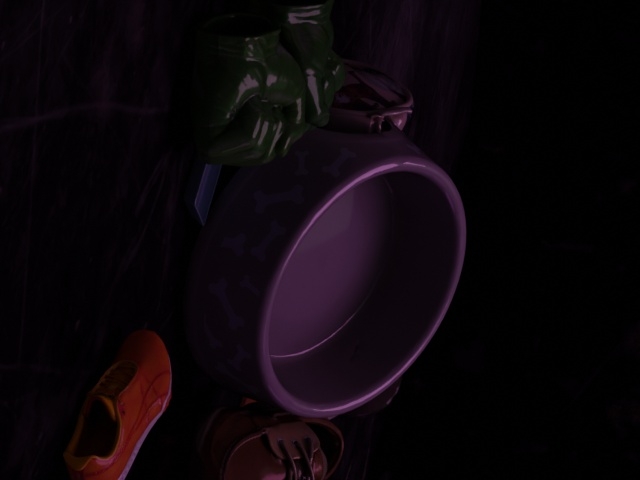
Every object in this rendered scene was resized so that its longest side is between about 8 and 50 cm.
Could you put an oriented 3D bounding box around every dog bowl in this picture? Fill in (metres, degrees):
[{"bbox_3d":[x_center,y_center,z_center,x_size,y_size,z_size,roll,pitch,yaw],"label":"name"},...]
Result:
[{"bbox_3d":[0.018,0.035,1.941,0.349,0.102,0.349,-26,130,-35],"label":"dog bowl"}]

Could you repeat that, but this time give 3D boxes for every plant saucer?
[{"bbox_3d":[-0.103,-0.114,1.816,0.067,0.018,0.192,77,28,-70],"label":"plant saucer"}]

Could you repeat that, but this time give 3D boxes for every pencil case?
[{"bbox_3d":[0.000,0.000,2.121,0.183,0.160,0.410,-133,-132,-59],"label":"pencil case"}]

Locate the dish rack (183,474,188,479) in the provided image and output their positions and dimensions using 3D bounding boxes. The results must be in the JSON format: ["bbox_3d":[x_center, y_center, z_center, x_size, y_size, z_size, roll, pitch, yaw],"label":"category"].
[{"bbox_3d":[-0.083,0.400,2.053,0.285,0.072,0.333,-71,140,-64],"label":"dish rack"}]

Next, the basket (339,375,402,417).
[{"bbox_3d":[0.013,0.104,2.408,0.204,0.154,0.227,58,-7,30],"label":"basket"}]

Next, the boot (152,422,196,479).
[{"bbox_3d":[-0.157,0.254,1.916,0.106,0.037,0.114,-2,101,-67],"label":"boot"}]

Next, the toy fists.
[{"bbox_3d":[-0.048,-0.155,1.764,0.279,0.096,0.142,-45,143,-64],"label":"toy fists"}]

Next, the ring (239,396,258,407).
[{"bbox_3d":[-0.090,0.311,2.443,0.336,0.032,0.336,13,90,-80],"label":"ring"}]

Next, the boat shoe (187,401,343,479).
[{"bbox_3d":[-0.053,0.233,1.956,0.324,0.120,0.122,-22,113,-74],"label":"boat shoe"}]

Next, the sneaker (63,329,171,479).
[{"bbox_3d":[-0.174,0.142,1.586,0.067,0.064,0.175,79,20,-45],"label":"sneaker"}]
